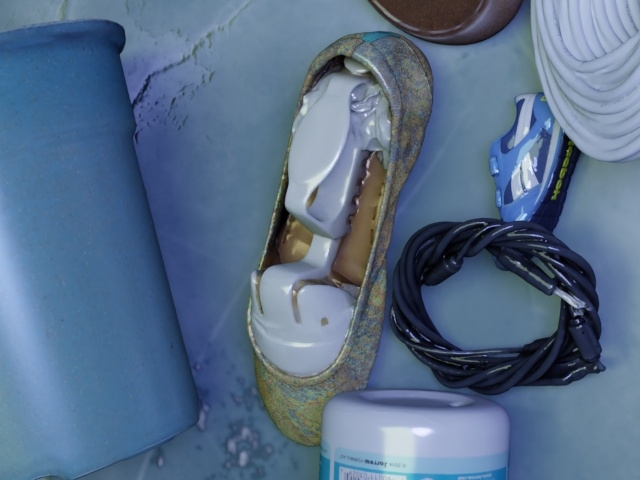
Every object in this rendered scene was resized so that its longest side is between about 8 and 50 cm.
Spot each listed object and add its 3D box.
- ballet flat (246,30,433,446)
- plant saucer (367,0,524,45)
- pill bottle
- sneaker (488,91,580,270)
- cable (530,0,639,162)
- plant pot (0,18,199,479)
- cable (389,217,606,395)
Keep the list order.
[{"bbox_3d":[0.000,0.000,1.148,0.123,0.123,0.348,19,99,25],"label":"ballet flat"},{"bbox_3d":[0.081,-0.222,1.106,0.168,0.029,0.168,22,133,26],"label":"plant saucer"},{"bbox_3d":[0.068,0.251,1.099,0.146,0.146,0.264,4,92,26],"label":"pill bottle"},{"bbox_3d":[0.158,-0.047,1.107,0.059,0.053,0.144,22,95,30],"label":"sneaker"},{"bbox_3d":[0.228,-0.181,0.979,0.257,0.089,0.257,-128,44,-62],"label":"cable"},{"bbox_3d":[-0.267,0.034,1.180,0.341,0.341,0.334,-20,90,25],"label":"plant pot"},{"bbox_3d":[0.123,0.050,1.093,0.184,0.047,0.150,-2,124,37],"label":"cable"}]
